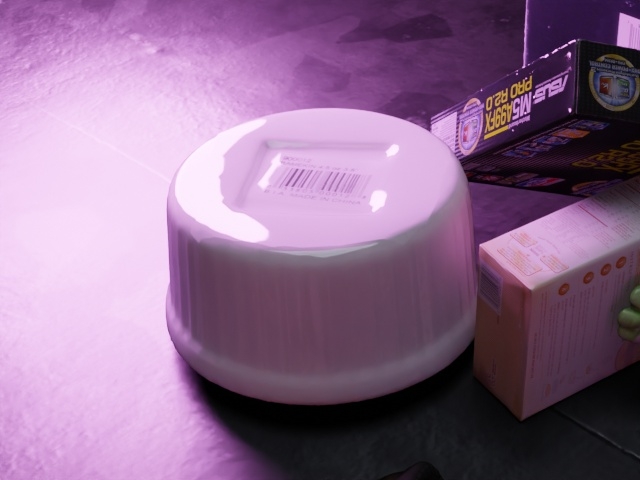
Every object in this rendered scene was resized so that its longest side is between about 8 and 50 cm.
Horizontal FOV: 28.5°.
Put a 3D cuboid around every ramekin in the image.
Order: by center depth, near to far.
[{"bbox_3d":[0.000,0.000,1.061,0.277,0.135,0.277,-3,34,2],"label":"ramekin"}]

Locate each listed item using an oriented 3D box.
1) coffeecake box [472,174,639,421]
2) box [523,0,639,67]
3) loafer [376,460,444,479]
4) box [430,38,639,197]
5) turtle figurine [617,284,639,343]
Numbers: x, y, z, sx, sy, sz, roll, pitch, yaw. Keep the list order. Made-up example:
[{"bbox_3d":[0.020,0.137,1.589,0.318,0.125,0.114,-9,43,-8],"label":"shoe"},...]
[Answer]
[{"bbox_3d":[0.217,0.040,1.006,0.186,0.142,0.068,-22,43,-22],"label":"coffeecake box"},{"bbox_3d":[0.444,-0.253,1.321,0.343,0.178,0.312,31,52,35],"label":"box"},{"bbox_3d":[0.022,0.225,0.837,0.078,0.080,0.220,-21,5,30],"label":"loafer"},{"bbox_3d":[0.240,-0.089,1.052,0.216,0.060,0.270,7,-9,-18],"label":"box"},{"bbox_3d":[0.316,0.077,0.851,0.275,0.197,0.266,-20,38,-26],"label":"turtle figurine"}]
